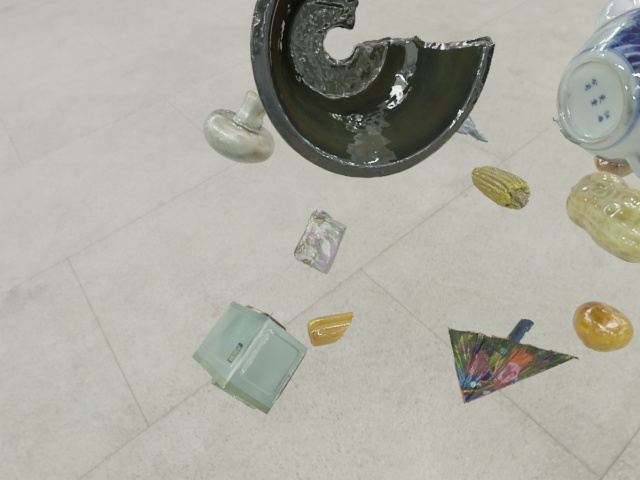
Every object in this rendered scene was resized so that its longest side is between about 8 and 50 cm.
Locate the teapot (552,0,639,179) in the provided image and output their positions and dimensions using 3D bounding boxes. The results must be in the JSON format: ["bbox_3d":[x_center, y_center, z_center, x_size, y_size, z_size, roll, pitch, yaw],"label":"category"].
[{"bbox_3d":[0.569,-0.259,0.706,0.279,0.252,0.425,-15,82,-8],"label":"teapot"}]

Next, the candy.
[{"bbox_3d":[0.000,0.000,1.421,0.137,0.185,0.196,24,93,-1],"label":"candy"}]

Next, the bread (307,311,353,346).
[{"bbox_3d":[0.024,0.192,0.903,0.103,0.049,0.062,-8,92,-7],"label":"bread"}]

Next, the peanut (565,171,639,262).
[{"bbox_3d":[0.630,-0.063,0.907,0.146,0.147,0.306,-5,27,5],"label":"peanut"}]

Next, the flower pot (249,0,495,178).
[{"bbox_3d":[0.052,-0.316,0.705,0.378,0.380,0.251,-18,32,-7],"label":"flower pot"}]

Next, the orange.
[{"bbox_3d":[0.823,0.254,1.233,0.154,0.134,0.155,25,19,-9],"label":"orange"}]

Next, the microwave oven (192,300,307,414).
[{"bbox_3d":[-0.245,0.397,1.469,0.287,0.218,0.354,-55,27,-19],"label":"microwave oven"}]

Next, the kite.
[{"bbox_3d":[0.346,0.244,0.812,0.320,0.234,0.016,16,25,-18],"label":"kite"}]

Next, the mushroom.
[{"bbox_3d":[-0.247,-0.371,1.355,0.243,0.244,0.244,-4,49,5],"label":"mushroom"}]

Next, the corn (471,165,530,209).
[{"bbox_3d":[0.649,-0.198,1.528,0.118,0.119,0.322,-13,23,-3],"label":"corn"}]

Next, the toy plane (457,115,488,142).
[{"bbox_3d":[0.577,-0.465,1.704,0.212,0.088,0.267,-43,66,2],"label":"toy plane"}]

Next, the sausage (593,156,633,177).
[{"bbox_3d":[0.864,-0.245,1.228,0.112,0.112,0.328,19,34,23],"label":"sausage"}]
